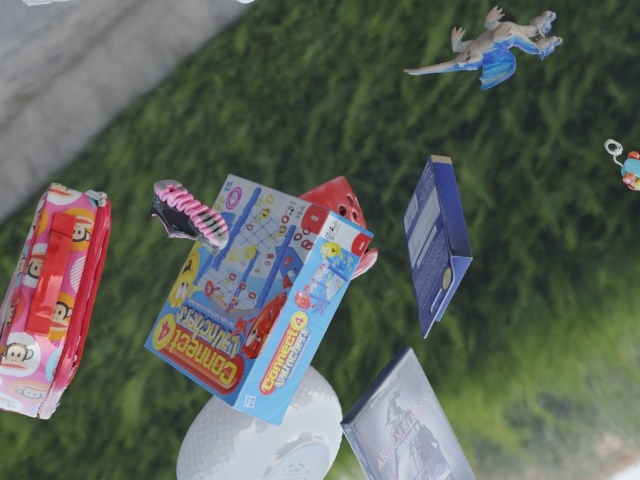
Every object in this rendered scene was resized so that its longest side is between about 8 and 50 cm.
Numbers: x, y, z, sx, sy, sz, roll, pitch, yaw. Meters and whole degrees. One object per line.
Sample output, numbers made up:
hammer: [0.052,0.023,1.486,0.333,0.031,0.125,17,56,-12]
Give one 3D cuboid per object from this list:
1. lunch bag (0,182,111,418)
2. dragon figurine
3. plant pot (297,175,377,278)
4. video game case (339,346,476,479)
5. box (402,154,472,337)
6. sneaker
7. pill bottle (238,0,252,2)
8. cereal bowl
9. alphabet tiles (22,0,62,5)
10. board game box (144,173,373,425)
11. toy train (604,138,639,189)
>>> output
lunch bag: [-0.365,0.074,1.655,0.120,0.293,0.258,15,152,-12]
dragon figurine: [0.310,-0.343,2.288,0.289,0.085,0.144,-32,146,15]
plant pot: [0.000,0.000,2.201,0.191,0.174,0.191,-31,-179,0]
video game case: [0.139,0.323,1.816,0.026,0.274,0.196,-12,-158,39]
box: [0.159,0.010,1.683,0.036,0.225,0.136,7,137,-13]
sneaker: [-0.159,-0.020,1.474,0.047,0.119,0.057,-16,141,-54]
pill bottle: [-0.222,-0.528,2.157,0.162,0.278,0.162,-49,156,-30]
cereal bowl: [-0.084,0.387,2.228,0.339,0.141,0.339,-28,136,-31]
alphabet tiles: [-0.371,-0.376,1.677,0.198,0.009,0.237,-5,169,17]
board game box: [-0.100,0.077,1.809,0.308,0.086,0.302,21,-96,56]
toy train: [0.558,-0.139,2.070,0.166,0.125,0.046,-16,153,-18]
